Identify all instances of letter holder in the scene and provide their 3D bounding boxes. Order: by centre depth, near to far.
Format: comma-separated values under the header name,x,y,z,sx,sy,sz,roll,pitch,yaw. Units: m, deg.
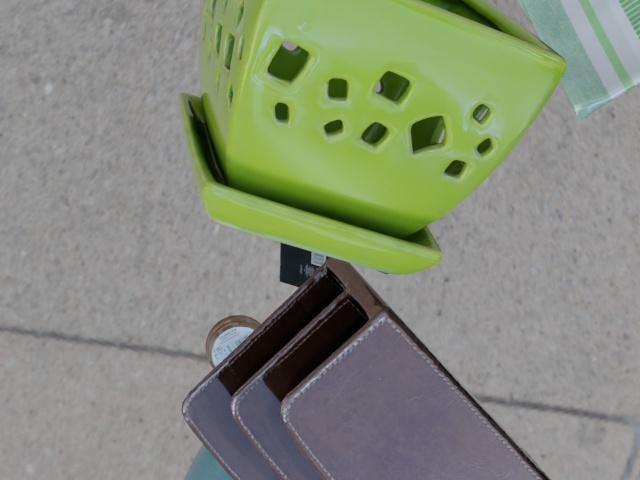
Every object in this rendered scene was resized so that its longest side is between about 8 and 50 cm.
name,x,y,z,sx,sy,sz,roll,pitch,yaw
letter holder,0.050,0.202,0.929,0.214,0.152,0.302,-43,112,1

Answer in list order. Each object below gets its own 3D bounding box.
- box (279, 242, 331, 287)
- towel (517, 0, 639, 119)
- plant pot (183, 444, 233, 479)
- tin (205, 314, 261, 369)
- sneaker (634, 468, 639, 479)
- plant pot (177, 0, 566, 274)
name,x,y,z,sx,sy,sz,roll,pitch,yaw
box,0.000,0.000,1.035,0.052,0.083,0.062,17,135,14
towel,0.433,-0.346,1.424,0.324,0.248,0.038,-33,149,24
plant pot,-0.025,0.280,1.295,0.290,0.290,0.196,9,74,-1
tin,-0.115,0.212,1.755,0.106,0.040,0.190,-29,107,2
sneaker,0.350,0.184,1.011,0.080,0.094,0.212,26,156,14
plant pot,0.012,-0.113,0.820,0.227,0.228,0.207,16,113,-21
